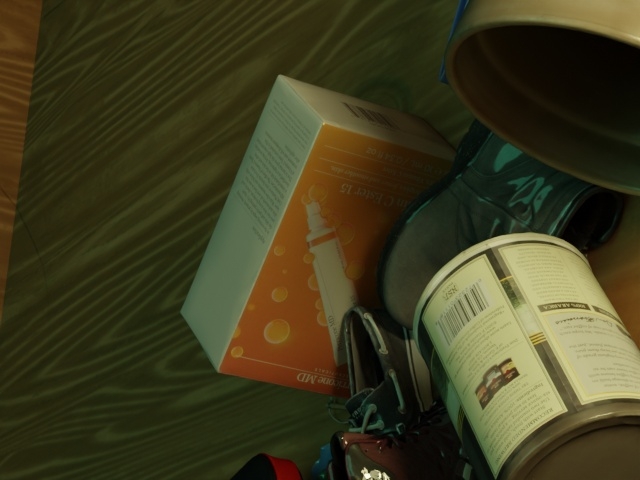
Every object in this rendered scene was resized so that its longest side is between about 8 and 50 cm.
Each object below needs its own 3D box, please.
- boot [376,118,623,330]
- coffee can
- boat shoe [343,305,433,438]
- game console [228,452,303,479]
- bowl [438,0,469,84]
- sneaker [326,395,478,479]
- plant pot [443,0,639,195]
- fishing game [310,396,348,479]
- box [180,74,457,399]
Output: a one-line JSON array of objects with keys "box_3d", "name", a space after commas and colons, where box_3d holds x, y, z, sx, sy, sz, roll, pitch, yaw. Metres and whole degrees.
[{"box_3d": [0.188, 0.020, 1.968, 0.338, 0.118, 0.222, -63, 35, 31], "name": "boot"}, {"box_3d": [0.225, 0.151, 1.729, 0.201, 0.202, 0.275, -60, 30, 27], "name": "coffee can"}, {"box_3d": [0.078, 0.208, 2.084, 0.108, 0.102, 0.301, -45, 40, 45], "name": "boat shoe"}, {"box_3d": [-0.111, 0.489, 2.308, 0.386, 0.060, 0.342, 131, 144, -53], "name": "game console"}, {"box_3d": [0.222, -0.351, 1.941, 0.391, 0.077, 0.391, 17, -90, -89], "name": "bowl"}, {"box_3d": [0.099, 0.211, 1.912, 0.106, 0.163, 0.281, -53, 14, 59], "name": "sneaker"}, {"box_3d": [0.315, -0.233, 1.686, 0.323, 0.323, 0.280, -12, 50, 60], "name": "plant pot"}, {"box_3d": [0.012, 0.332, 2.219, 0.189, 0.041, 0.264, 6, 83, 65], "name": "fishing game"}, {"box_3d": [0.000, 0.000, 2.209, 0.345, 0.215, 0.168, -67, 29, 17], "name": "box"}]
